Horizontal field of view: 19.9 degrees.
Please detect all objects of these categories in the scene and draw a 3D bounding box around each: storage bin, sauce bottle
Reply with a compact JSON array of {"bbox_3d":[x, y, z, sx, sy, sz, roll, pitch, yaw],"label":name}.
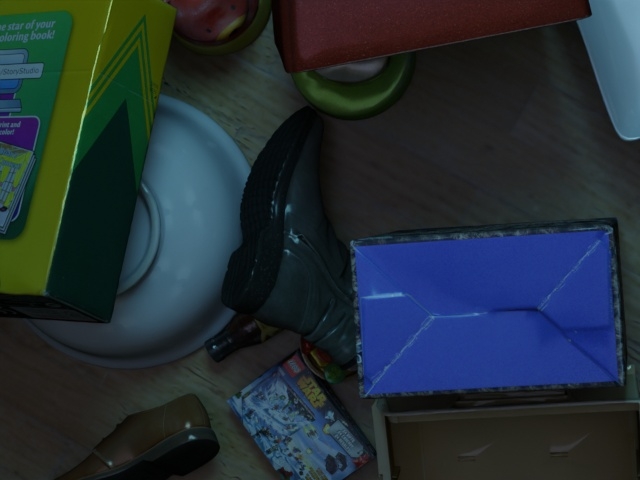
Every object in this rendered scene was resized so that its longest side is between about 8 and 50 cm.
[{"bbox_3d":[0.188,0.264,1.752,0.260,0.123,0.262,-4,104,9],"label":"storage bin"},{"bbox_3d":[-0.060,0.081,1.866,0.128,0.042,0.042,-32,85,11],"label":"sauce bottle"}]

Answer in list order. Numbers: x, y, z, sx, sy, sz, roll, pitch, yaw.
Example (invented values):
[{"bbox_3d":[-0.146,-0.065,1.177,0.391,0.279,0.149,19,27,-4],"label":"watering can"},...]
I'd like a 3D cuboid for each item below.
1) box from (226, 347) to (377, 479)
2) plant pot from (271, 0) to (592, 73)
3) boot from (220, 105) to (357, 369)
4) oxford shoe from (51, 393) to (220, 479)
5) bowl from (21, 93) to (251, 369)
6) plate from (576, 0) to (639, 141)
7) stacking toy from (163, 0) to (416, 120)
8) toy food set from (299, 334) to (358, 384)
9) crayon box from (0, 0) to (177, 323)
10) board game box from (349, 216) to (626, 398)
[{"bbox_3d":[-0.019,0.191,1.865,0.094,0.027,0.137,-36,84,9],"label":"box"},{"bbox_3d":[0.072,-0.303,1.643,0.267,0.267,0.236,-11,102,-1],"label":"plant pot"},{"bbox_3d":[0.000,0.000,1.832,0.161,0.083,0.246,28,59,-23],"label":"boot"},{"bbox_3d":[-0.204,0.225,1.888,0.212,0.076,0.076,-26,56,11],"label":"oxford shoe"},{"bbox_3d":[-0.214,-0.011,1.847,0.298,0.134,0.298,0,91,10],"label":"bowl"},{"bbox_3d":[0.362,-0.265,1.697,0.278,0.045,0.277,-21,84,11],"label":"plate"},{"bbox_3d":[-0.002,-0.281,1.810,0.279,0.130,0.309,37,96,8],"label":"stacking toy"},{"bbox_3d":[0.021,0.104,1.850,0.083,0.020,0.082,-36,85,-14],"label":"toy food set"},{"bbox_3d":[-0.333,-0.089,1.775,0.363,0.106,0.313,2,73,36],"label":"crayon box"},{"bbox_3d":[0.165,0.058,1.699,0.232,0.291,0.141,-4,91,9],"label":"board game box"}]
